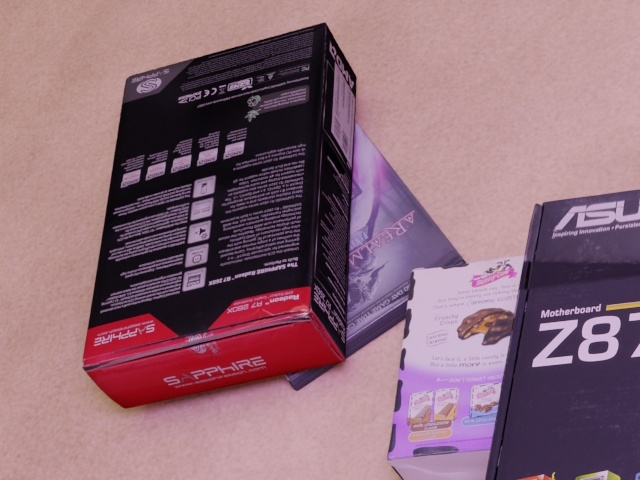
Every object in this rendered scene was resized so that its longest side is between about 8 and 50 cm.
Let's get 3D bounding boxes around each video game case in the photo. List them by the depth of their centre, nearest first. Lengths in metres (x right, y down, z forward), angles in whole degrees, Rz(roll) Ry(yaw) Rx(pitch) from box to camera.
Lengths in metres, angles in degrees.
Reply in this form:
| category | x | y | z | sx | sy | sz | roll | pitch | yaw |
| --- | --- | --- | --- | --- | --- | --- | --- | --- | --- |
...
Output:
| category | x | y | z | sx | sy | sz | roll | pitch | yaw |
| --- | --- | --- | --- | --- | --- | --- | --- | --- | --- |
| video game case | 0.000 | 0.000 | 1.751 | 0.196 | 0.026 | 0.274 | -34 | 44 | -1 |

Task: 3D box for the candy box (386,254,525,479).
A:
| category | x | y | z | sx | sy | sz | roll | pitch | yaw |
| --- | --- | --- | --- | --- | --- | --- | --- | --- | --- |
| candy box | 0.153 | 0.110 | 1.538 | 0.165 | 0.070 | 0.196 | -8 | 50 | 23 |

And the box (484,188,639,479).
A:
| category | x | y | z | sx | sy | sz | roll | pitch | yaw |
| --- | --- | --- | --- | --- | --- | --- | --- | --- | --- |
| box | 0.326 | 0.097 | 1.283 | 0.395 | 0.097 | 0.318 | -6 | 48 | 28 |

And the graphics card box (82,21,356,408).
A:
| category | x | y | z | sx | sy | sz | roll | pitch | yaw |
| --- | --- | --- | --- | --- | --- | --- | --- | --- | --- |
| graphics card box | -0.090 | -0.028 | 1.741 | 0.233 | 0.094 | 0.370 | -14 | 49 | 19 |
